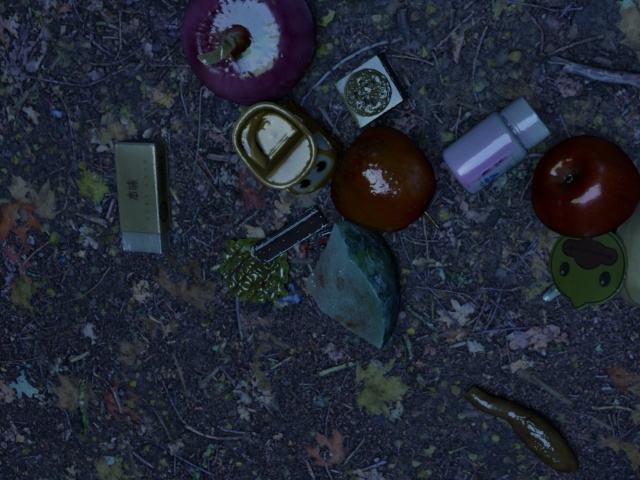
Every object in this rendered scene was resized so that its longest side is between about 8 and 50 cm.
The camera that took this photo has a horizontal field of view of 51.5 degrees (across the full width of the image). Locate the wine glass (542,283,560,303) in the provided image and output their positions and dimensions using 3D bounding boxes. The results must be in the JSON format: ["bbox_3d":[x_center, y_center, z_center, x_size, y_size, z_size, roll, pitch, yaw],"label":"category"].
[{"bbox_3d":[0.659,0.141,1.853,0.083,0.042,0.039,-47,53,22],"label":"wine glass"}]

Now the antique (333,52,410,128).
[{"bbox_3d":[0.139,-0.400,1.770,0.151,0.148,0.147,-31,94,21],"label":"antique"}]

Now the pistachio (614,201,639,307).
[{"bbox_3d":[0.854,0.018,1.697,0.213,0.193,0.318,4,92,28],"label":"pistachio"}]

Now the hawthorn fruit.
[{"bbox_3d":[0.189,-0.134,1.763,0.330,0.287,0.287,37,109,2],"label":"hawthorn fruit"}]

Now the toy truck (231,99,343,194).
[{"bbox_3d":[-0.088,-0.254,1.821,0.288,0.212,0.204,43,108,-5],"label":"toy truck"}]

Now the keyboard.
[{"bbox_3d":[-0.091,-0.014,1.961,0.231,0.023,0.072,-32,80,8],"label":"keyboard"}]

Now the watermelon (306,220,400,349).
[{"bbox_3d":[0.084,0.114,1.893,0.258,0.228,0.388,-13,111,25],"label":"watermelon"}]

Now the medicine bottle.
[{"bbox_3d":[0.458,-0.250,1.735,0.254,0.152,0.152,-36,94,18],"label":"medicine bottle"}]

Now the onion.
[{"bbox_3d":[-0.180,-0.529,1.732,0.358,0.345,0.359,-9,118,-17],"label":"onion"}]

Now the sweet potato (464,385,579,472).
[{"bbox_3d":[0.602,0.543,1.940,0.385,0.109,0.109,39,109,6],"label":"sweet potato"}]

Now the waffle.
[{"bbox_3d":[-0.204,0.095,2.026,0.223,0.054,0.204,1,105,12],"label":"waffle"}]

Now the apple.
[{"bbox_3d":[0.654,-0.133,1.664,0.260,0.216,0.261,-11,72,39],"label":"apple"}]

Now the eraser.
[{"bbox_3d":[-0.542,-0.134,2.031,0.144,0.078,0.344,3,105,13],"label":"eraser"}]

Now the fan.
[{"bbox_3d":[0.710,0.023,1.749,0.011,0.229,0.335,11,93,-35],"label":"fan"}]

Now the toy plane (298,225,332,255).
[{"bbox_3d":[0.000,0.000,1.965,0.145,0.037,0.060,-21,109,13],"label":"toy plane"}]
